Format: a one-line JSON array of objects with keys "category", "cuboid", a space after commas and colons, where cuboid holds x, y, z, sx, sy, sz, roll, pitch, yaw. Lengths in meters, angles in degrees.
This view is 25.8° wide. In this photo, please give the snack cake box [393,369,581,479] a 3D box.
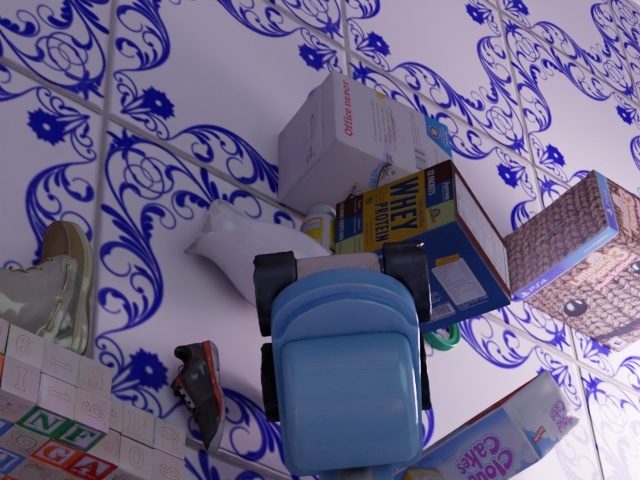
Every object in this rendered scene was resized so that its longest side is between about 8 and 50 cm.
[{"category": "snack cake box", "cuboid": [0.208, 0.294, 1.895, 0.089, 0.264, 0.152, 56, 34, 9]}]

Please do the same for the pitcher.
[{"category": "pitcher", "cuboid": [-0.078, 0.019, 1.982, 0.207, 0.125, 0.178, 32, 20, -7]}]

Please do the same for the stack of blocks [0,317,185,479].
[{"category": "stack of blocks", "cuboid": [-0.289, 0.203, 1.491, 0.297, 0.171, 0.087, 29, 38, -29]}]

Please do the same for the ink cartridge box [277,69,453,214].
[{"category": "ink cartridge box", "cuboid": [0.070, -0.122, 2.214, 0.233, 0.168, 0.171, 24, 40, -24]}]

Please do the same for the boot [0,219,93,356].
[{"category": "boot", "cuboid": [-0.357, 0.045, 1.654, 0.165, 0.077, 0.213, 22, 45, -33]}]

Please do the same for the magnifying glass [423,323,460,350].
[{"category": "magnifying glass", "cuboid": [0.160, 0.075, 2.275, 0.092, 0.026, 0.231, -2, 58, -50]}]

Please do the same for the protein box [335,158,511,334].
[{"category": "protein box", "cuboid": [0.155, 0.020, 2.115, 0.201, 0.200, 0.136, 53, 26, -37]}]

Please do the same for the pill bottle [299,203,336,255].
[{"category": "pill bottle", "cuboid": [0.000, 0.000, 2.124, 0.065, 0.065, 0.116, 32, 38, -25]}]

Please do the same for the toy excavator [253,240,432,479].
[{"category": "toy excavator", "cuboid": [0.039, 0.273, 1.704, 0.222, 0.433, 0.445, -4, 32, 1]}]

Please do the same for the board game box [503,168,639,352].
[{"category": "board game box", "cuboid": [0.521, 0.043, 2.540, 0.291, 0.232, 0.141, 27, 40, -30]}]

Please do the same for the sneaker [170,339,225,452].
[{"category": "sneaker", "cuboid": [-0.158, 0.199, 1.769, 0.065, 0.061, 0.158, 1, 51, -16]}]
